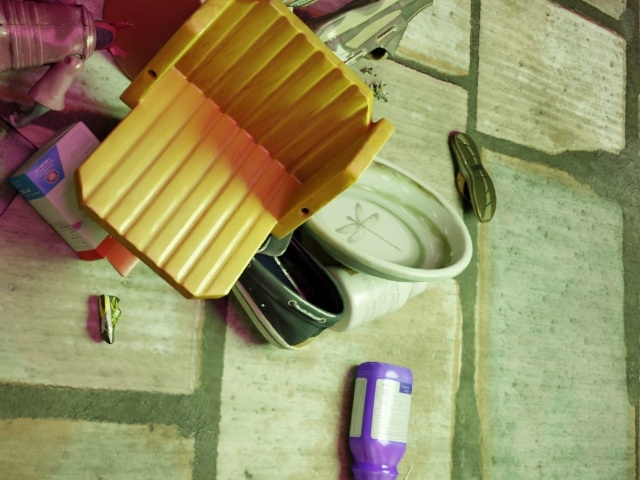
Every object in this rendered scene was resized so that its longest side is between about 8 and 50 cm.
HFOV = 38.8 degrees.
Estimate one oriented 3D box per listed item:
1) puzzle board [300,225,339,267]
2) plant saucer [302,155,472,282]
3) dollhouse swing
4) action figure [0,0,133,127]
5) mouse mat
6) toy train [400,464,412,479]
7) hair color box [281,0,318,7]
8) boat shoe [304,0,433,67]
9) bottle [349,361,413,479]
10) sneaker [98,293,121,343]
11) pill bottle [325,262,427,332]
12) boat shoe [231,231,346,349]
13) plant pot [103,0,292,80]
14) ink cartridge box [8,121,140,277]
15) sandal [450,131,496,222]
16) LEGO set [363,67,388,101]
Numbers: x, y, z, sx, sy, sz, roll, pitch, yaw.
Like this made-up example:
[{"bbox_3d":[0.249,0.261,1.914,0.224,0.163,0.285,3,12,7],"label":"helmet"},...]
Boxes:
[{"bbox_3d":[0.000,0.000,1.812,0.096,0.011,0.128,-3,85,-38],"label":"puzzle board"},{"bbox_3d":[0.095,-0.034,1.747,0.400,0.100,0.400,19,32,-13],"label":"plant saucer"},{"bbox_3d":[-0.138,-0.137,1.367,0.347,0.315,0.305,43,42,-13],"label":"dollhouse swing"},{"bbox_3d":[-0.453,-0.317,1.335,0.370,0.276,0.248,-10,83,-26],"label":"action figure"},{"bbox_3d":[-0.532,-0.111,1.398,0.152,0.007,0.189,43,60,-27],"label":"mouse mat"},{"bbox_3d":[0.184,0.597,1.829,0.143,0.105,0.248,44,59,-38],"label":"toy train"},{"bbox_3d":[-0.059,-0.407,1.465,0.141,0.072,0.043,-10,90,-39],"label":"hair color box"},{"bbox_3d":[0.102,-0.437,1.895,0.355,0.132,0.130,-30,113,-29],"label":"boat shoe"},{"bbox_3d":[0.115,0.387,1.800,0.118,0.092,0.282,16,74,-36],"label":"bottle"},{"bbox_3d":[-0.344,0.129,1.501,0.035,0.031,0.083,-2,85,-40],"label":"sneaker"},{"bbox_3d":[0.102,0.090,1.804,0.229,0.131,0.131,-17,95,-39],"label":"pill bottle"},{"bbox_3d":[-0.123,-0.015,1.591,0.500,0.156,0.187,54,32,-23],"label":"boat shoe"},{"bbox_3d":[-0.195,-0.391,1.557,0.275,0.243,0.274,5,81,-39],"label":"plant pot"},{"bbox_3d":[-0.370,-0.061,1.473,0.231,0.078,0.134,52,56,-24],"label":"ink cartridge box"},{"bbox_3d":[0.341,-0.140,2.082,0.090,0.060,0.219,-12,77,-45],"label":"sandal"},{"bbox_3d":[0.117,-0.330,1.948,0.054,0.023,0.083,-12,78,-42],"label":"LEGO set"}]
